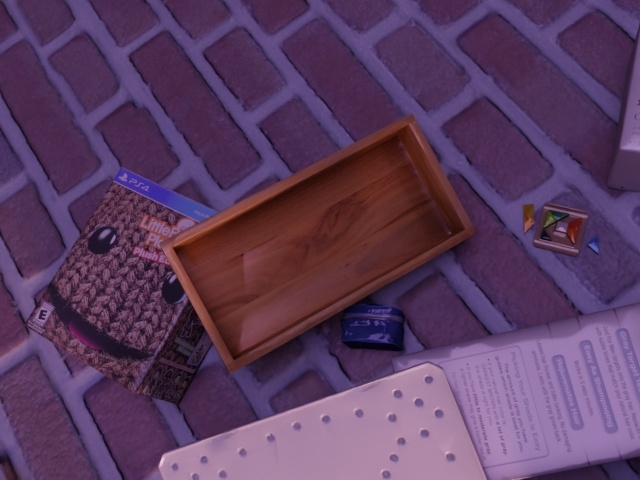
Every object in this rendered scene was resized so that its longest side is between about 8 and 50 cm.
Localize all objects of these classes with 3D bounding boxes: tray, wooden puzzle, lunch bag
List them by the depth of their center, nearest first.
[{"bbox_3d":[0.000,0.000,1.043,0.411,0.076,0.202,-28,90,-13],"label":"tray"},{"bbox_3d":[0.076,0.126,1.068,0.099,0.067,0.065,2,71,16],"label":"lunch bag"},{"bbox_3d":[0.360,-0.018,1.075,0.116,0.014,0.078,8,73,17],"label":"wooden puzzle"}]

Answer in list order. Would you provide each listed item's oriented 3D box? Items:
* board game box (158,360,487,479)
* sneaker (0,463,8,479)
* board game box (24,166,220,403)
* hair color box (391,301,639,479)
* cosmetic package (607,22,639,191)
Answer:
[{"bbox_3d":[0.038,0.388,0.902,0.390,0.050,0.389,-22,89,13],"label":"board game box"},{"bbox_3d":[-0.561,0.366,1.140,0.094,0.091,0.258,-51,46,-1],"label":"sneaker"},{"bbox_3d":[-0.272,0.071,1.137,0.232,0.141,0.291,24,79,21],"label":"board game box"},{"bbox_3d":[0.301,0.212,0.954,0.375,0.113,0.185,-15,69,10],"label":"hair color box"},{"bbox_3d":[0.550,-0.185,1.020,0.224,0.138,0.224,11,73,18],"label":"cosmetic package"}]
